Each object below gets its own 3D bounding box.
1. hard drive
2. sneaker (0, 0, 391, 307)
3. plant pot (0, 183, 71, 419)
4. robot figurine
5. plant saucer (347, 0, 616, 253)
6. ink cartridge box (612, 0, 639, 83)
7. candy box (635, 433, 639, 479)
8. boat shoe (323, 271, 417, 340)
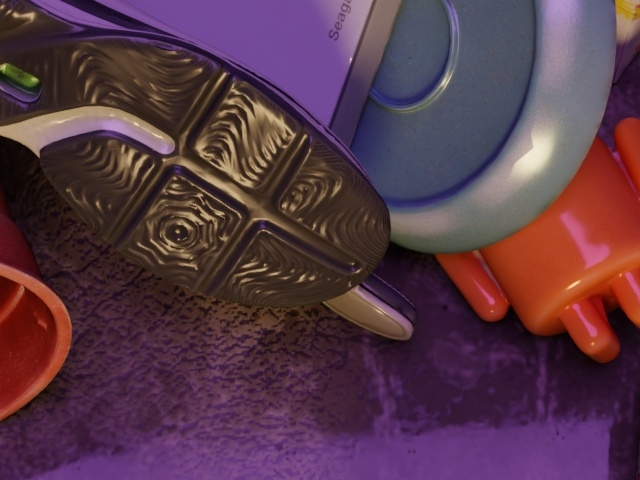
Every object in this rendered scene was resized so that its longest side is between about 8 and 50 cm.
[{"bbox_3d":[-0.106,-0.209,1.069,0.353,0.233,0.047,30,25,23],"label":"hard drive"},{"bbox_3d":[-0.139,-0.142,0.985,0.447,0.169,0.257,29,31,-14],"label":"sneaker"},{"bbox_3d":[-0.341,-0.018,0.991,0.272,0.272,0.265,-17,59,-7],"label":"plant pot"},{"bbox_3d":[0.180,-0.017,1.046,0.128,0.158,0.219,-12,63,-36],"label":"robot figurine"},{"bbox_3d":[0.072,-0.147,1.019,0.044,0.317,0.317,-5,58,-46],"label":"plant saucer"},{"bbox_3d":[0.219,-0.303,1.095,0.197,0.270,0.198,32,70,15],"label":"ink cartridge box"},{"bbox_3d":[0.301,0.200,0.960,0.159,0.071,0.233,8,75,4],"label":"candy box"},{"bbox_3d":[0.000,0.000,1.069,0.206,0.075,0.065,34,70,20],"label":"boat shoe"}]
